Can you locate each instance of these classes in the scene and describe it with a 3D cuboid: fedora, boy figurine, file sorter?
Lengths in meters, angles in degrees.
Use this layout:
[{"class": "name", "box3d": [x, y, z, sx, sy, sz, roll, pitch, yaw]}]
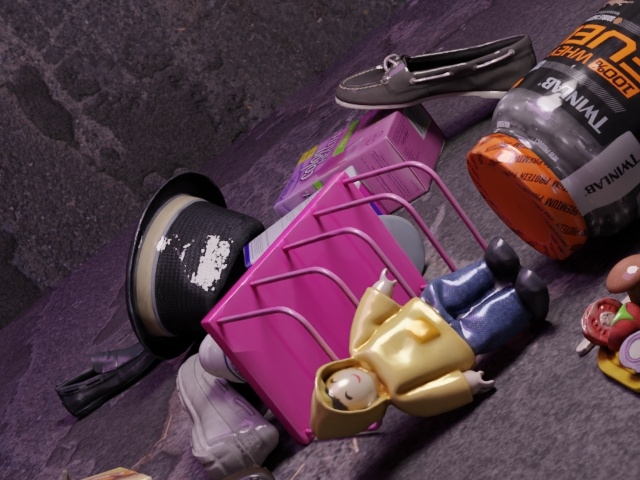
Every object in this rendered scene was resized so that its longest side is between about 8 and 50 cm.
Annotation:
[{"class": "fedora", "box3d": [-0.183, 0.045, 2.201, 0.152, 0.334, 0.334, 4, 36, 24]}, {"class": "boy figurine", "box3d": [0.099, 0.108, 1.421, 0.285, 0.177, 0.092, -31, -24, -13]}, {"class": "file sorter", "box3d": [0.050, 0.069, 1.590, 0.182, 0.202, 0.291, -13, 29, 52]}]

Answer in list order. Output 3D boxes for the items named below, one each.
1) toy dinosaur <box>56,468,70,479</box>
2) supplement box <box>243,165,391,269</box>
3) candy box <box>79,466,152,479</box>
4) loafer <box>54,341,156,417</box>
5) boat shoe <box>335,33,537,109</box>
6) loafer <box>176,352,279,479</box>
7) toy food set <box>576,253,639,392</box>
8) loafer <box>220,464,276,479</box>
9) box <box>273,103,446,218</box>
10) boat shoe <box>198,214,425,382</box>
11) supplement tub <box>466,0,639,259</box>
[{"class": "toy dinosaur", "box3d": [-0.466, 0.435, 2.041, 0.211, 0.064, 0.112, -33, -5, -13]}, {"class": "supplement box", "box3d": [0.000, 0.000, 2.072, 0.220, 0.111, 0.114, -38, 15, 6]}, {"class": "candy box", "box3d": [-0.365, 0.368, 1.629, 0.316, 0.088, 0.183, -15, -1, -21]}, {"class": "loafer", "box3d": [-0.374, 0.229, 2.354, 0.223, 0.078, 0.076, -35, 16, 14]}, {"class": "boat shoe", "box3d": [0.188, -0.282, 2.181, 0.335, 0.096, 0.112, -4, 28, 5]}, {"class": "loafer", "box3d": [-0.116, 0.218, 1.736, 0.111, 0.112, 0.319, -34, 23, 0]}, {"class": "toy food set", "box3d": [0.301, 0.065, 1.243, 0.128, 0.071, 0.218, -41, 15, -6]}, {"class": "loafer", "box3d": [-0.132, 0.329, 1.515, 0.220, 0.080, 0.078, -31, 7, 11]}, {"class": "box", "box3d": [0.070, -0.116, 2.235, 0.243, 0.117, 0.213, -32, 17, 28]}, {"class": "boat shoe", "box3d": [-0.020, 0.081, 1.757, 0.156, 0.136, 0.367, -11, 21, 49]}, {"class": "supplement tub", "box3d": [0.341, -0.147, 1.509, 0.338, 0.207, 0.207, -42, 15, -10]}]
